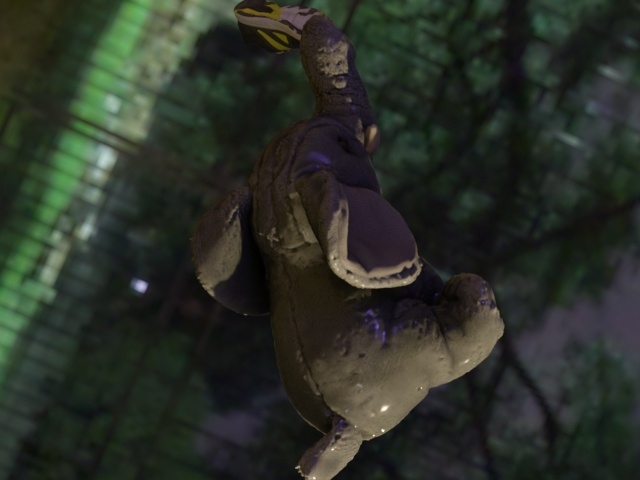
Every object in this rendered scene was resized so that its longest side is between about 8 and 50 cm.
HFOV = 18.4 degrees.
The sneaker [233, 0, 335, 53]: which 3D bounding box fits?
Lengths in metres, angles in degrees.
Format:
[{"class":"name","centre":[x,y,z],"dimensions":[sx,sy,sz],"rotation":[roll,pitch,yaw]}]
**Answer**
[{"class":"sneaker","centre":[-0.023,-0.151,1.434],"dimensions":[0.031,0.083,0.035],"rotation":[-53,153,-36]}]

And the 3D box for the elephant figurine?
[{"class":"elephant figurine","centre":[0.000,0.000,1.318],"dimensions":[0.169,0.239,0.186],"rotation":[-30,-164,4]}]
